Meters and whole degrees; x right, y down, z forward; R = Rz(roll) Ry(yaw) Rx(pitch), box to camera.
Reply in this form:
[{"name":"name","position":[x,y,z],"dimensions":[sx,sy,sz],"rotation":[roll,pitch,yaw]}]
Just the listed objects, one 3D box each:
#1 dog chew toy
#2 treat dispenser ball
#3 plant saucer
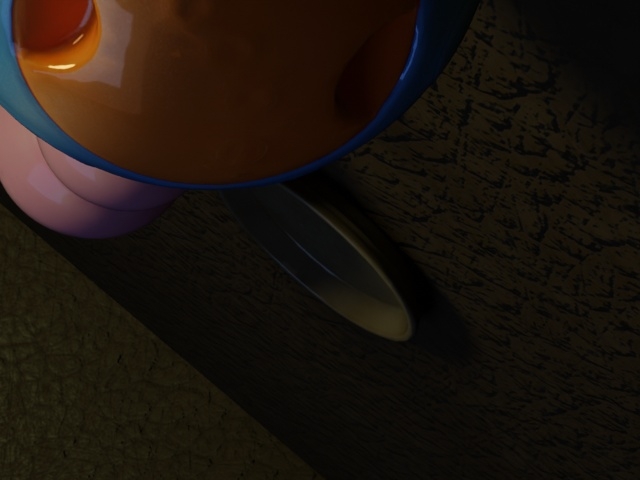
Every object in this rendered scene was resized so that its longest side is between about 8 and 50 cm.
[{"name":"dog chew toy","position":[-0.191,-0.114,1.432],"dimensions":[0.206,0.206,0.332],"rotation":[45,157,-14]},{"name":"treat dispenser ball","position":[-0.056,-0.168,0.750],"dimensions":[0.288,0.288,0.288],"rotation":[38,165,12]},{"name":"plant saucer","position":[0.000,0.000,1.558],"dimensions":[0.278,0.041,0.278],"rotation":[37,165,12]}]
